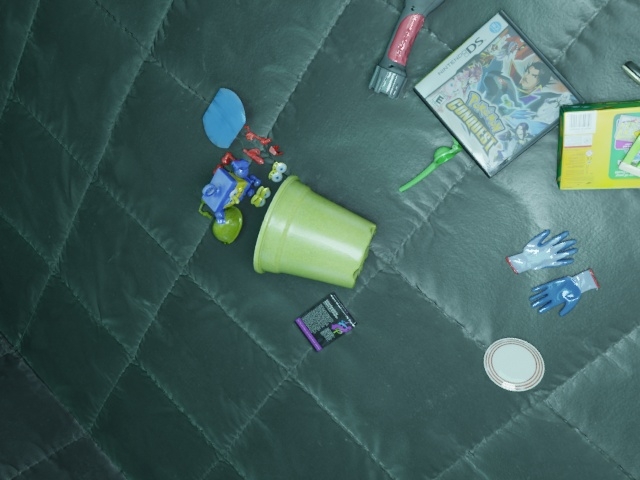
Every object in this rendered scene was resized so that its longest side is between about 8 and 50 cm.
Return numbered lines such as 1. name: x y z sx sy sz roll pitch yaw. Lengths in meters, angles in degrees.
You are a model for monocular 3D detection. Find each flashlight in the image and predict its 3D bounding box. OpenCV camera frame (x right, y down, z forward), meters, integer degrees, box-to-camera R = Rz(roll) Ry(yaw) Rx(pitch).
1. flashlight: 0.211 -0.483 1.126 0.103 0.103 0.304 28 111 15

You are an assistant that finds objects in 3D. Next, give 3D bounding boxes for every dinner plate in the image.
1. dinner plate: 0.486 0.310 1.220 0.141 0.017 0.141 6 105 24

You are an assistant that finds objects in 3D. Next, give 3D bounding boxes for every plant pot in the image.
1. plant pot: 0.000 0.000 1.267 0.254 0.276 0.276 21 110 7

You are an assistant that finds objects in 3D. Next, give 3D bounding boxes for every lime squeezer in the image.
1. lime squeezer: 0.289 -0.238 1.169 0.110 0.059 0.310 27 113 17

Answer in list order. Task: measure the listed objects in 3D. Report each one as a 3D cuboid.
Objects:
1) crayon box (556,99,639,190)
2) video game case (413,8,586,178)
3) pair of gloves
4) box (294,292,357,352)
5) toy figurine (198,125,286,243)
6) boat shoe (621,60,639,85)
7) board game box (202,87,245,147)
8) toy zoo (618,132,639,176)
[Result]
1. crayon box: 0.632 -0.193 0.973 0.278 0.081 0.165 1 115 21
2. video game case: 0.389 -0.322 1.079 0.248 0.035 0.275 -40 83 12
3. pair of gloves: 0.545 0.079 1.138 0.159 0.023 0.198 -31 86 29
4. box: 0.014 0.241 1.424 0.162 0.029 0.116 -39 84 28
5. toy figurine: -0.286 -0.143 1.374 0.191 0.217 0.362 44 115 11
6. boat shoe: 0.668 -0.320 0.973 0.133 0.049 0.042 39 119 5
7. board game box: -0.272 -0.355 1.420 0.133 0.033 0.168 52 124 13
8. toy zoo: 0.692 -0.218 0.836 0.192 0.030 0.293 28 127 20
